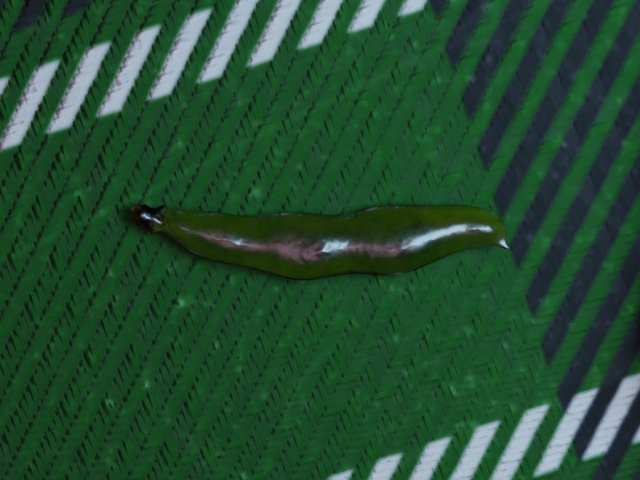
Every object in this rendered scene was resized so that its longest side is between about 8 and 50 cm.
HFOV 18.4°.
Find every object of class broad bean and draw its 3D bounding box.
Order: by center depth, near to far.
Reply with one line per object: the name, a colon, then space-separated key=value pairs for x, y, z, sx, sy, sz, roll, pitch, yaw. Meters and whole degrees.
broad bean: x=0.000 y=0.001 z=1.549 sx=0.297 sy=0.043 sz=0.060 roll=0 pitch=87 yaw=-1
